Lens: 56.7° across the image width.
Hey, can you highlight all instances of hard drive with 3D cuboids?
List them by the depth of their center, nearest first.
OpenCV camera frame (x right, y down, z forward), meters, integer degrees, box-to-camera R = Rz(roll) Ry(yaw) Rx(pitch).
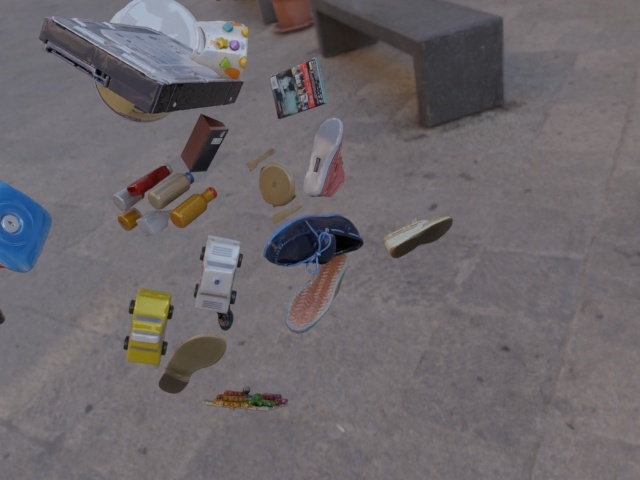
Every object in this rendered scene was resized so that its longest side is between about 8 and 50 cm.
[{"bbox_3d":[-0.311,-0.328,1.102,0.236,0.064,0.339,31,22,7],"label":"hard drive"}]

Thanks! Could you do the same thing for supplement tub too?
[{"bbox_3d":[-0.441,-0.455,1.520,0.241,0.241,0.331,-32,10,-25],"label":"supplement tub"}]

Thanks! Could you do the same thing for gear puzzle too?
[{"bbox_3d":[-0.188,0.382,1.440,0.175,0.339,0.044,3,78,9],"label":"gear puzzle"}]

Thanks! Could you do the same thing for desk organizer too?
[{"bbox_3d":[-0.252,-0.209,1.278,0.047,0.130,0.050,-12,60,-44],"label":"desk organizer"}]

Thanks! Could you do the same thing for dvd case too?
[{"bbox_3d":[-0.045,-0.293,1.150,0.119,0.087,0.013,-10,4,36],"label":"dvd case"}]

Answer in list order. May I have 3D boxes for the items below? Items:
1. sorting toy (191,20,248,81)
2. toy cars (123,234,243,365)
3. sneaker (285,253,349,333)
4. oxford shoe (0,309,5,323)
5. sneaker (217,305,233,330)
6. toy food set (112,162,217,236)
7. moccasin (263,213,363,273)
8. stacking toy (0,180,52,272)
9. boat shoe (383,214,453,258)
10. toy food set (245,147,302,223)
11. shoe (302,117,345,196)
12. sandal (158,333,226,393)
[{"bbox_3d":[-0.143,-0.272,0.828,0.075,0.084,0.044,1,4,-28],"label":"sorting toy"},{"bbox_3d":[-0.323,0.152,1.389,0.393,0.176,0.087,-38,16,2],"label":"toy cars"},{"bbox_3d":[-0.005,0.160,1.711,0.108,0.121,0.302,26,56,13],"label":"sneaker"},{"bbox_3d":[-0.900,0.167,1.566,0.082,0.096,0.227,-15,25,-42],"label":"oxford shoe"},{"bbox_3d":[-0.298,0.172,1.712,0.051,0.089,0.170,-27,49,26],"label":"sneaker"},{"bbox_3d":[-0.321,-0.085,1.191,0.232,0.111,0.104,-6,30,45],"label":"toy food set"},{"bbox_3d":[0.000,0.000,1.568,0.116,0.138,0.341,41,37,25],"label":"moccasin"},{"bbox_3d":[-0.743,0.002,1.263,0.301,0.175,0.166,-16,50,30],"label":"stacking toy"},{"bbox_3d":[0.175,-0.017,1.070,0.135,0.050,0.045,-24,50,-16],"label":"boat shoe"},{"bbox_3d":[-0.121,-0.157,1.657,0.132,0.192,0.038,-26,-2,35],"label":"toy food set"},{"bbox_3d":[0.021,-0.180,1.312,0.063,0.178,0.081,26,14,32],"label":"shoe"},{"bbox_3d":[-0.284,0.247,1.315,0.240,0.088,0.079,-46,23,32],"label":"sandal"}]
